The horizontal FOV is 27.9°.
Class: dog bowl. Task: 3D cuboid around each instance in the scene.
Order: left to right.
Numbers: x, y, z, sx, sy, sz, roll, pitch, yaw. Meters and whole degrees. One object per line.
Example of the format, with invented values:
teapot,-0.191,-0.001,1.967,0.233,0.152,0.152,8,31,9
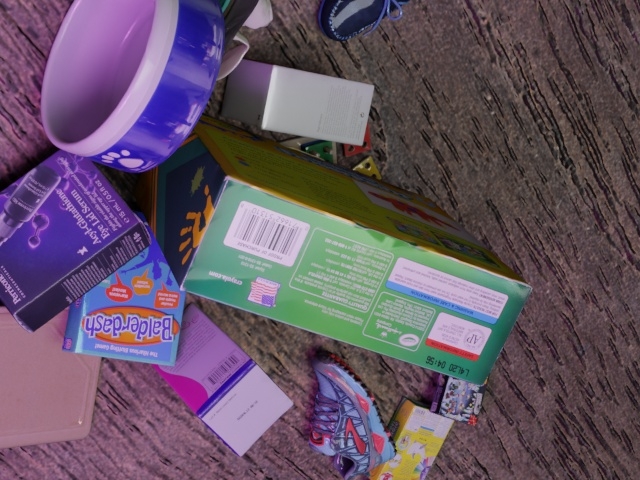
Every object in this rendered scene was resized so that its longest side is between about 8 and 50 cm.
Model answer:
dog bowl,-0.240,-0.223,1.625,0.104,0.265,0.265,21,98,-37

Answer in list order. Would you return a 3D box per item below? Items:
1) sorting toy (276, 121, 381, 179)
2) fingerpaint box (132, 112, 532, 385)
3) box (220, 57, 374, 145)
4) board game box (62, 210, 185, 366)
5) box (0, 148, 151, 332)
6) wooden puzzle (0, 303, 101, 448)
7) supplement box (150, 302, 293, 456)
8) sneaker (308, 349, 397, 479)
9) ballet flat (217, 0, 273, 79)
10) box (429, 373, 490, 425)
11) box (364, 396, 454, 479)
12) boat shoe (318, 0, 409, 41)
sorting toy,-0.019,-0.090,1.946,0.274,0.046,0.132,-16,117,-25
fingerpaint box,0.000,0.000,1.743,0.445,0.371,0.163,19,103,-24
box,-0.033,-0.199,1.835,0.170,0.130,0.091,7,99,-33
board game box,-0.268,0.065,1.820,0.160,0.047,0.210,11,84,-35
box,-0.353,-0.004,1.699,0.207,0.153,0.108,-39,167,-11
wooden puzzle,-0.417,0.190,1.825,0.221,0.044,0.238,-1,115,-37
supplement box,-0.154,0.199,1.880,0.111,0.220,0.114,-44,126,-7
sneaker,0.034,0.298,2.105,0.125,0.104,0.262,-34,123,-12
ballet flat,-0.128,-0.296,1.723,0.096,0.095,0.280,9,138,-33
box,0.248,0.245,2.231,0.094,0.027,0.137,21,81,-36
box,0.151,0.369,2.241,0.105,0.043,0.179,23,95,-36
boat shoe,0.103,-0.390,1.866,0.258,0.089,0.109,-48,126,-5
